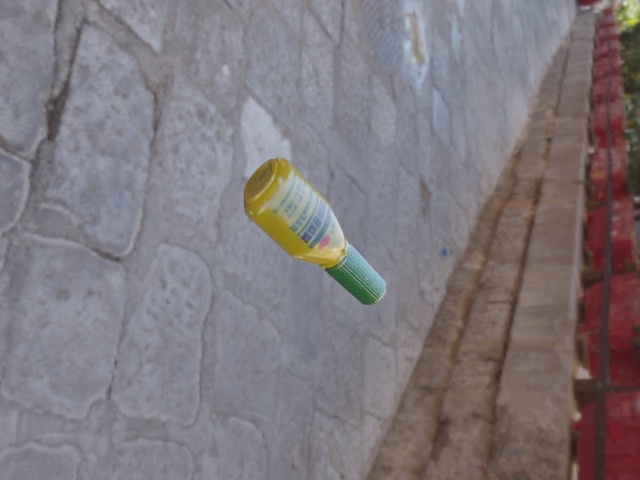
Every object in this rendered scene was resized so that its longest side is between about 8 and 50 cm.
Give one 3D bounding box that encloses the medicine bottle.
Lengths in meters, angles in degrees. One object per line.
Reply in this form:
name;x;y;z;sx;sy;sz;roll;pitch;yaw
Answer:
medicine bottle;0.000;0.000;1.063;0.260;0.064;0.094;45;58;-34
